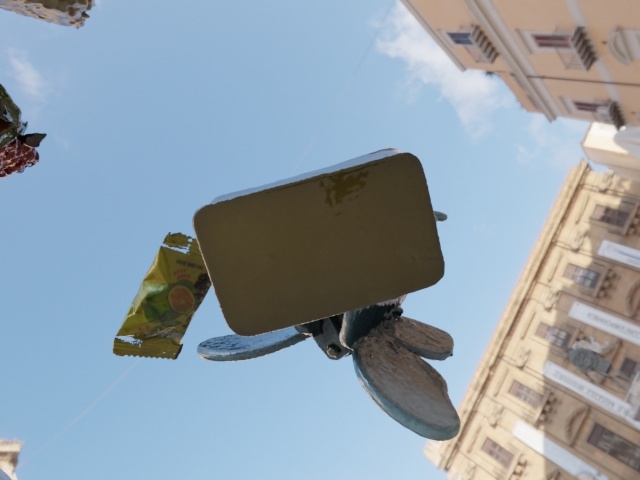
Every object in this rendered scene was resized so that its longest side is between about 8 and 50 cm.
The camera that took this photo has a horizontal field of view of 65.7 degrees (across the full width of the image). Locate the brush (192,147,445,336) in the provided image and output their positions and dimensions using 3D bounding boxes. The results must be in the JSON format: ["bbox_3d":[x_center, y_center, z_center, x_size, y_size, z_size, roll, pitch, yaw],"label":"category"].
[{"bbox_3d":[0.000,0.000,0.436,0.197,0.059,0.123,-15,-72,2],"label":"brush"}]

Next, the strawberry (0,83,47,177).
[{"bbox_3d":[-0.344,-0.119,0.457,0.085,0.192,0.140,-51,-3,-35],"label":"strawberry"}]

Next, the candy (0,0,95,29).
[{"bbox_3d":[-0.257,-0.238,0.444,0.110,0.095,0.085,18,-75,-26],"label":"candy"}]

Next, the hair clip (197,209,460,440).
[{"bbox_3d":[0.058,0.070,0.752,0.318,0.391,0.239,-14,-68,-59],"label":"hair clip"}]

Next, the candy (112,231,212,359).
[{"bbox_3d":[-0.322,0.128,1.084,0.187,0.081,0.297,24,-85,-49],"label":"candy"}]

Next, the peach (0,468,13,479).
[{"bbox_3d":[-0.590,0.430,0.669,0.307,0.289,0.289,22,-87,-17],"label":"peach"}]
